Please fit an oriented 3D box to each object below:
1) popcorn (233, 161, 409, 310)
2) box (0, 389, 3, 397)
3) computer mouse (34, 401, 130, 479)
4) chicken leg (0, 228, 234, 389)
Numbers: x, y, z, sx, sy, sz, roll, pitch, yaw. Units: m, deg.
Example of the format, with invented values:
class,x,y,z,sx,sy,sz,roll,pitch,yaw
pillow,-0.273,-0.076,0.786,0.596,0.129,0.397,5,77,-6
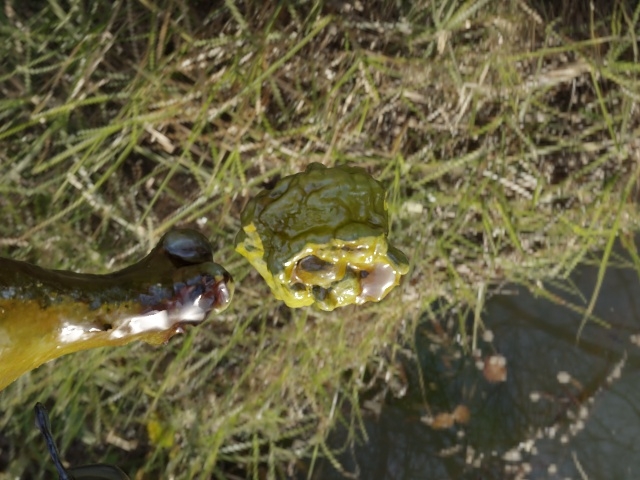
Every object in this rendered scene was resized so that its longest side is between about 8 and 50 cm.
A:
class,x,y,z,sx,sy,sz,roll,pitch,yaw
popcorn,0.000,0.003,1.189,0.198,0.155,0.197,-7,154,-3
box,-0.401,0.156,0.916,0.197,0.313,0.089,6,124,-8
computer mouse,-0.234,0.348,1.073,0.090,0.167,0.379,-24,88,41
chicken leg,-0.253,0.072,0.712,0.361,0.140,0.211,10,138,-38
